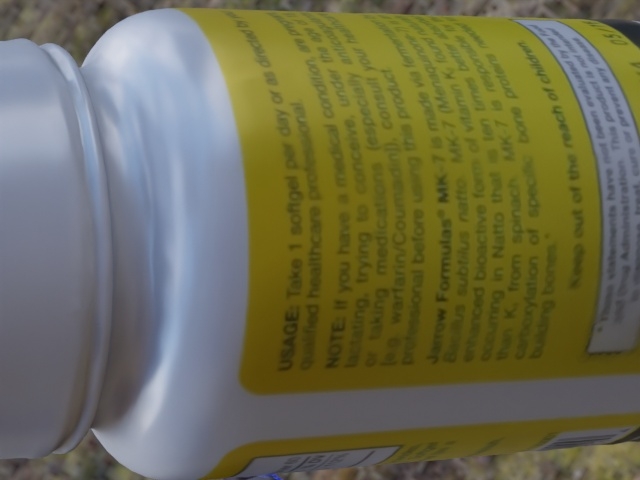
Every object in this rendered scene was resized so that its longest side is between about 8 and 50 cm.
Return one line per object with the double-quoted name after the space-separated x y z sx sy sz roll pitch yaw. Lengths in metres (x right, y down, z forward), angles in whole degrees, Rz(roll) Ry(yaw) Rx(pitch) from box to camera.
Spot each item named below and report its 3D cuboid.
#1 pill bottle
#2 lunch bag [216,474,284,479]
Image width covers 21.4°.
0.000 0.000 0.439 0.119 0.208 0.119 178 90 -66 "pill bottle"
-0.052 0.381 1.068 0.385 0.239 0.328 -93 2 -57 "lunch bag"
